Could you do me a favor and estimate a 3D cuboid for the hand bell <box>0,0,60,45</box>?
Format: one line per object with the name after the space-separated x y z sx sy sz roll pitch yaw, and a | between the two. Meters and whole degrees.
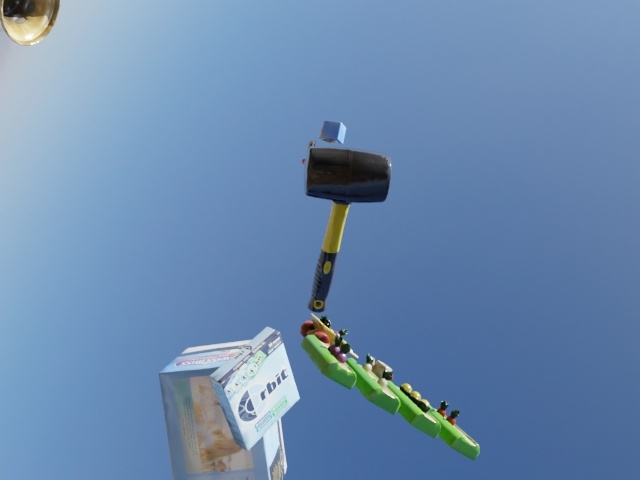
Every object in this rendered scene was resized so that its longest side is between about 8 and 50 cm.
-0.555 -0.414 0.861 0.126 0.242 0.126 25 90 -86 | hand bell

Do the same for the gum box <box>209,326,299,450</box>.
-0.124 0.290 1.075 0.041 0.184 0.157 16 -139 39 | gum box

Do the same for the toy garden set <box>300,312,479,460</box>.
0.084 0.184 0.759 0.049 0.244 0.204 -57 -162 -2 | toy garden set

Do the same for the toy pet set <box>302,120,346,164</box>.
0.031 -0.227 1.347 0.065 0.122 0.114 3 -100 63 | toy pet set

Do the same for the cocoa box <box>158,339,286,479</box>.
-0.223 0.438 1.316 0.228 0.232 0.347 -43 126 -85 | cocoa box

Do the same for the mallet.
0.000 0.000 0.447 0.189 0.062 0.039 112 -16 -47 | mallet
